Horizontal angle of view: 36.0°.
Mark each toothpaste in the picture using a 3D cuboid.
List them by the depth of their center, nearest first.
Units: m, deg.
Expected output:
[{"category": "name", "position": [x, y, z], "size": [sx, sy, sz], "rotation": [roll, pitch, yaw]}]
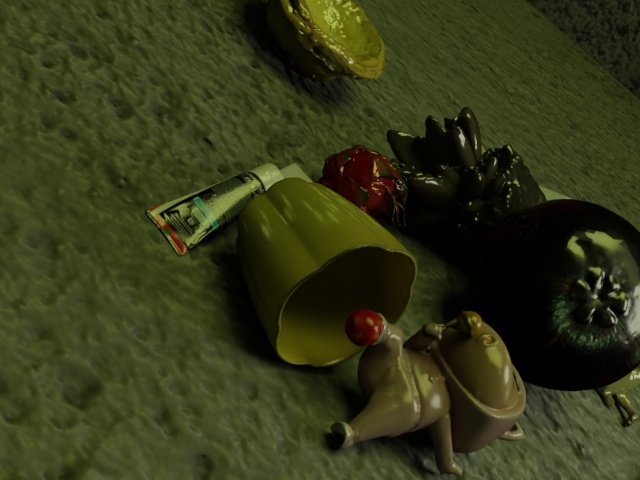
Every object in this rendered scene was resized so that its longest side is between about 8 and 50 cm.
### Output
[{"category": "toothpaste", "position": [-0.127, -0.046, 1.235], "size": [0.193, 0.045, 0.071], "rotation": [-32, 78, -40]}]

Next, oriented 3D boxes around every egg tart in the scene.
[{"category": "egg tart", "position": [-0.011, -0.380, 1.762], "size": [0.294, 0.123, 0.294], "rotation": [36, 29, -24]}]

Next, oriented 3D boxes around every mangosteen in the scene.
[{"category": "mangosteen", "position": [0.360, 0.078, 1.499], "size": [0.300, 0.300, 0.300], "rotation": [32, 31, -22]}]

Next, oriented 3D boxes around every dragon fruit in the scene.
[{"category": "dragon fruit", "position": [0.064, -0.076, 1.473], "size": [0.142, 0.121, 0.130], "rotation": [10, 70, -23]}]

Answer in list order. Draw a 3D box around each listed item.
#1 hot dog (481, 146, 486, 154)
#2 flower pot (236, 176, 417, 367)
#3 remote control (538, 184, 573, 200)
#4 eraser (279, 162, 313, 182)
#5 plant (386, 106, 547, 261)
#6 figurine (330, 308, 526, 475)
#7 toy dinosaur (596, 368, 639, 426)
[{"category": "hot dog", "position": [0.238, -0.138, 1.817], "size": [0.242, 0.073, 0.084], "rotation": [-9, 61, -55]}, {"category": "flower pot", "position": [-0.009, 0.025, 1.190], "size": [0.195, 0.195, 0.179], "rotation": [12, 31, -45]}, {"category": "remote control", "position": [0.454, -0.058, 2.012], "size": [0.277, 0.055, 0.103], "rotation": [15, 41, -44]}, {"category": "eraser", "position": [0.000, 0.000, 1.368], "size": [0.230, 0.038, 0.157], "rotation": [47, 29, 3]}, {"category": "plant", "position": [0.237, -0.078, 1.627], "size": [0.320, 0.194, 0.182], "rotation": [39, 45, -32]}, {"category": "figurine", "position": [0.144, 0.175, 1.189], "size": [0.287, 0.186, 0.176], "rotation": [13, 43, -34]}, {"category": "toy dinosaur", "position": [0.517, 0.219, 1.724], "size": [0.251, 0.072, 0.200], "rotation": [-12, 51, -46]}]
